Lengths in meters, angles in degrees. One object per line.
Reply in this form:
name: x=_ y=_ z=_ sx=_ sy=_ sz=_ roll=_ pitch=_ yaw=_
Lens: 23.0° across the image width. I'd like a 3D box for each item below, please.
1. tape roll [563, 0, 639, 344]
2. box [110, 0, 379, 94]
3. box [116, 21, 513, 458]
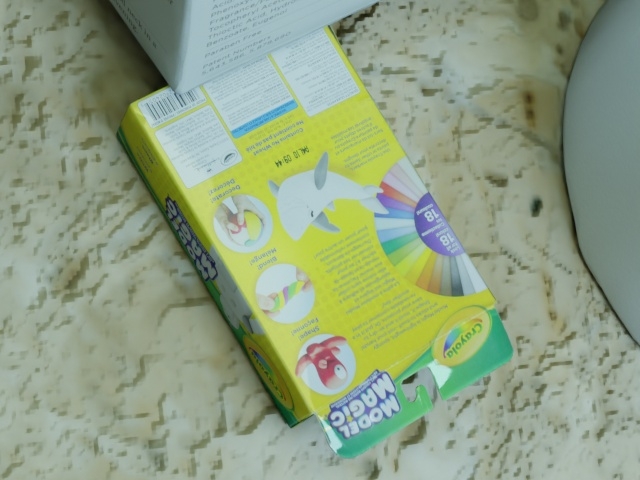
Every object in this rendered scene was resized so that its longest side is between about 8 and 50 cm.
tape roll: x=0.265 y=-0.045 z=0.759 sx=0.286 sy=0.100 sz=0.286 roll=4 pitch=74 yaw=-15
box: x=-0.029 y=-0.193 z=0.680 sx=0.182 sy=0.119 sz=0.181 roll=-28 pitch=71 yaw=-21
box: x=0.000 y=0.000 z=0.698 sx=0.105 sy=0.043 sz=0.179 roll=-28 pitch=82 yaw=-22
